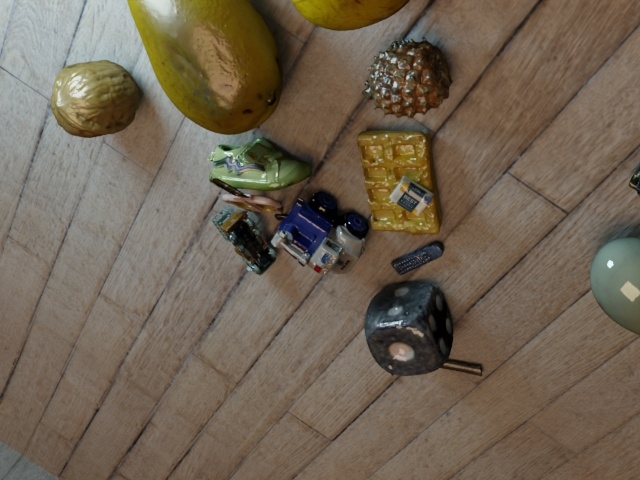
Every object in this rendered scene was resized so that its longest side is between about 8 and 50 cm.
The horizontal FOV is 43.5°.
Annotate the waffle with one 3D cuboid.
[{"bbox_3d":[0.187,-0.136,1.871,0.167,0.057,0.274,1,125,22],"label":"waffle"}]

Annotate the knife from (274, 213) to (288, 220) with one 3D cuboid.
[{"bbox_3d":[-0.038,-0.050,2.065,0.170,0.010,0.023,8,126,17],"label":"knife"}]

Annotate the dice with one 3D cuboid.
[{"bbox_3d":[0.226,0.223,2.037,0.181,0.183,0.182,-9,121,27],"label":"dice"}]

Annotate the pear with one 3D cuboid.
[{"bbox_3d":[0.059,-0.533,1.511,0.280,0.281,0.281,12,128,16],"label":"pear"}]

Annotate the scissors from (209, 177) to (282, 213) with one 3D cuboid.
[{"bbox_3d":[-0.192,-0.107,1.943,0.160,0.317,0.024,6,81,21],"label":"scissors"}]

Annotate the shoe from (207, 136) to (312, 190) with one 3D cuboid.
[{"bbox_3d":[-0.155,-0.176,1.938,0.262,0.140,0.128,-1,119,21],"label":"shoe"}]

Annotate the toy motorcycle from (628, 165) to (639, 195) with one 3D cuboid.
[{"bbox_3d":[0.760,-0.135,1.586,0.205,0.127,0.275,31,137,1],"label":"toy motorcycle"}]

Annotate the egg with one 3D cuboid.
[{"bbox_3d":[0.697,0.106,1.743,0.182,0.183,0.264,-30,115,37],"label":"egg"}]

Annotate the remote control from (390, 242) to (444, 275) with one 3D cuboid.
[{"bbox_3d":[0.245,0.044,2.000,0.152,0.027,0.043,-28,116,38],"label":"remote control"}]

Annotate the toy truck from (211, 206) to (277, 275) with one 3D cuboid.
[{"bbox_3d":[-0.200,0.003,2.118,0.115,0.080,0.178,22,150,51],"label":"toy truck"}]

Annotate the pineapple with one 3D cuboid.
[{"bbox_3d":[0.169,-0.333,1.675,0.193,0.166,0.166,-14,117,30],"label":"pineapple"}]

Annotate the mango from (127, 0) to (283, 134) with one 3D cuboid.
[{"bbox_3d":[-0.262,-0.438,1.756,0.301,0.220,0.445,-32,98,44],"label":"mango"}]

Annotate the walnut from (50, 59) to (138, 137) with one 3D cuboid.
[{"bbox_3d":[-0.551,-0.343,1.946,0.213,0.213,0.213,12,128,16],"label":"walnut"}]

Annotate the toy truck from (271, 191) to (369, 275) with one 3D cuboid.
[{"bbox_3d":[0.000,0.000,1.969,0.213,0.177,0.161,34,123,-2],"label":"toy truck"}]

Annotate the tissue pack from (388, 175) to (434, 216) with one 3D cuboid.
[{"bbox_3d":[0.206,-0.100,1.824,0.083,0.042,0.062,33,132,-3],"label":"tissue pack"}]

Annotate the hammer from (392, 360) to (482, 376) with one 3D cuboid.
[{"bbox_3d":[0.294,0.332,2.189,0.297,0.027,0.125,5,125,20],"label":"hammer"}]
